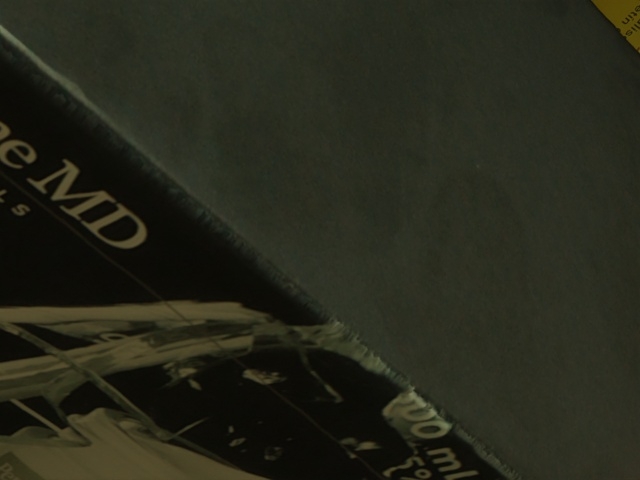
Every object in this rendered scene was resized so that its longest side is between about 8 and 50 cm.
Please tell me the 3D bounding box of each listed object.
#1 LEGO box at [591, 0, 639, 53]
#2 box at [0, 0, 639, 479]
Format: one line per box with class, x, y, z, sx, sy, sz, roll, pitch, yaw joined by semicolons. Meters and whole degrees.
LEGO box;0.202;-0.002;1.266;0.372;0.500;0.193;41;6;-39
box;-0.152;-0.021;0.876;0.480;0.472;0.297;41;44;-31
